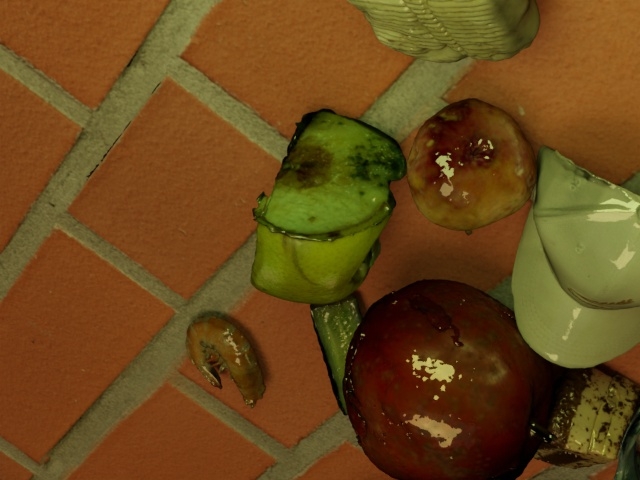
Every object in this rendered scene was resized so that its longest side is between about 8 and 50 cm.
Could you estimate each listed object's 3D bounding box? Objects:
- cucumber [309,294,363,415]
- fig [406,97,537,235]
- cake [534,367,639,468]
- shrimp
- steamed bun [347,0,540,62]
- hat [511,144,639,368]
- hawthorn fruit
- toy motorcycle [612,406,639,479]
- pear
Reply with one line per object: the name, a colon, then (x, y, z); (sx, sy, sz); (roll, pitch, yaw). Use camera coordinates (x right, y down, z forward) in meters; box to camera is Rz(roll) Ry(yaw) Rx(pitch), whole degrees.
cucumber: (0.039, 0.162, 2.088); (0.078, 0.062, 0.211); (-17, 121, -1)
fig: (0.188, -0.067, 1.743); (0.159, 0.159, 0.257); (19, 159, 12)
cake: (0.347, 0.292, 1.981); (0.112, 0.135, 0.246); (26, 138, 0)
shrimp: (-0.150, 0.194, 2.233); (0.132, 0.051, 0.187); (3, 125, 43)
steamed bun: (0.140, -0.295, 1.532); (0.211, 0.144, 0.218); (8, 164, 33)
hat: (0.337, 0.044, 1.696); (0.258, 0.168, 0.301); (25, 124, 6)
hawthorn fruit: (0.171, 0.206, 1.893); (0.316, 0.316, 0.316); (15, 136, 15)
toy motorcycle: (0.510, 0.328, 1.932); (0.206, 0.154, 0.260); (37, 135, 27)
pear: (0.000, 0.000, 1.815); (0.164, 0.238, 0.255); (18, 135, 4)
